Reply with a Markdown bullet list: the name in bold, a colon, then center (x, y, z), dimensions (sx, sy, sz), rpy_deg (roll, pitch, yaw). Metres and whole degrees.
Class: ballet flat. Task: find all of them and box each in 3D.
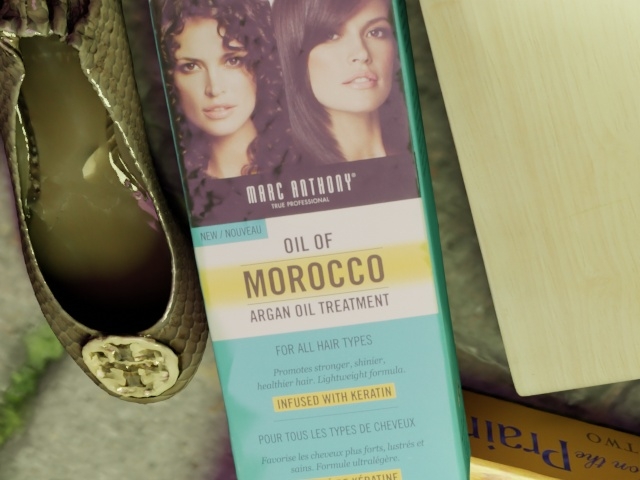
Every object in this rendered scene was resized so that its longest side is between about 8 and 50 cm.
- **ballet flat**: center (-0.102, -0.022, 0.734), dimensions (0.084, 0.058, 0.250), rpy_deg (-4, 122, 5)

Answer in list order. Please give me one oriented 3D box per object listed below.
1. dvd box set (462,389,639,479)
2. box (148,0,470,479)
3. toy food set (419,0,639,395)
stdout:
- **dvd box set**: center (0.145, 0.242, 0.891), dimensions (0.420, 0.062, 0.307), rpy_deg (16, 121, -8)
- **box**: center (0.000, 0.000, 0.707), dimensions (0.100, 0.060, 0.244), rpy_deg (-8, 106, 7)
- **toy food set**: center (0.166, -0.063, 0.682), dimensions (0.220, 0.092, 0.306), rpy_deg (-9, 133, 11)
